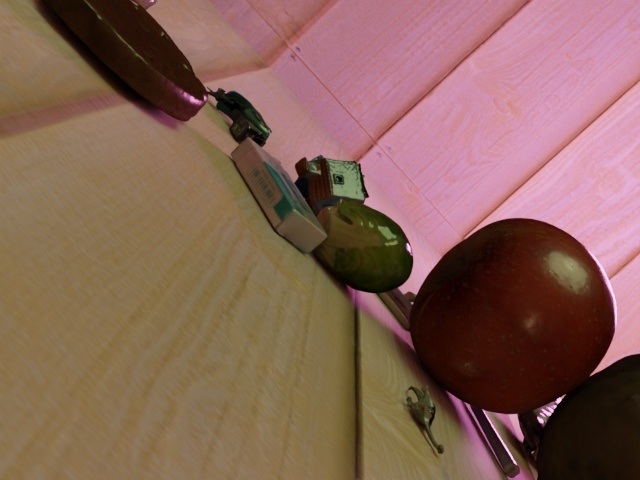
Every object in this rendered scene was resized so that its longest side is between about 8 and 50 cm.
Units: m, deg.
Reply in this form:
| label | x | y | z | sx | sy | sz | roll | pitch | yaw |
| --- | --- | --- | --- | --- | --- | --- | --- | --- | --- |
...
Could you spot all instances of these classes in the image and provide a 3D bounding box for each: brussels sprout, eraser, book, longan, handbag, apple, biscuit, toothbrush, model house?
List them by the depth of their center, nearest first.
| label | x | y | z | sx | sy | sz | roll | pitch | yaw |
| --- | --- | --- | --- | --- | --- | --- | --- | --- | --- |
| biscuit | -0.314 | -0.329 | 1.556 | 0.381 | 0.074 | 0.359 | 50 | 7 | 30 |
| eraser | -0.071 | -0.077 | 1.689 | 0.095 | 0.052 | 0.225 | 38 | 13 | -43 |
| longan | 0.575 | 0.380 | 1.706 | 0.404 | 0.435 | 0.404 | 47 | -30 | 38 |
| brussels sprout | 0.076 | 0.012 | 1.731 | 0.180 | 0.144 | 0.162 | 14 | 49 | -34 |
| apple | 0.329 | 0.131 | 1.761 | 0.277 | 0.348 | 0.348 | 41 | 10 | -9 |
| toothbrush | 0.287 | 0.316 | 1.814 | 0.030 | 0.025 | 0.342 | 47 | 8 | -21 |
| book | 0.160 | 0.130 | 2.028 | 0.138 | 0.016 | 0.198 | 51 | 9 | 19 |
| handbag | 0.471 | 0.385 | 2.050 | 0.213 | 0.127 | 0.235 | 49 | 15 | -9 |
| model house | 0.001 | -0.105 | 2.059 | 0.148 | 0.119 | 0.148 | 15 | 49 | -29 |

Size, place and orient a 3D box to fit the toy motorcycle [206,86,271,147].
| label | x | y | z | sx | sy | sz | roll | pitch | yaw |
| --- | --- | --- | --- | --- | --- | --- | --- | --- | --- |
| toy motorcycle | -0.157 | -0.244 | 1.992 | 0.100 | 0.058 | 0.173 | 29 | 22 | -49 |

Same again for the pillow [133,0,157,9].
| label | x | y | z | sx | sy | sz | roll | pitch | yaw |
| --- | --- | --- | --- | --- | --- | --- | --- | --- | --- |
| pillow | -0.407 | -0.557 | 2.083 | 0.134 | 0.078 | 0.181 | 57 | 9 | 32 |

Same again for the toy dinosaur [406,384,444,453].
| label | x | y | z | sx | sy | sz | roll | pitch | yaw |
| --- | --- | --- | --- | --- | --- | --- | --- | --- | --- |
| toy dinosaur | 0.142 | 0.233 | 1.436 | 0.180 | 0.037 | 0.058 | -91 | 163 | -66 |

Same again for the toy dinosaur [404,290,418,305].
| label | x | y | z | sx | sy | sz | roll | pitch | yaw |
| --- | --- | --- | --- | --- | --- | --- | --- | --- | --- |
| toy dinosaur | 0.286 | 0.151 | 2.175 | 0.251 | 0.072 | 0.200 | -1 | -36 | 50 |
